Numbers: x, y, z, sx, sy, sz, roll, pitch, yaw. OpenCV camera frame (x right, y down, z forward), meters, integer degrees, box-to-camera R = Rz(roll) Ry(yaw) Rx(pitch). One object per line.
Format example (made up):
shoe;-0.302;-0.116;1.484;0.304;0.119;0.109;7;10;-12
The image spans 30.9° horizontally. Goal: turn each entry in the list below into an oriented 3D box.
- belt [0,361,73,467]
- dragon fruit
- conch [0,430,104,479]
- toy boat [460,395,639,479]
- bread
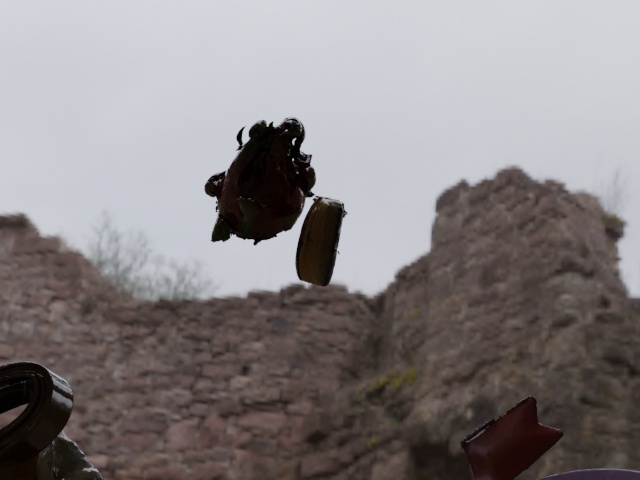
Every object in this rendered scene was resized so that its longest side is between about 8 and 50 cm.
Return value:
belt;-0.203;0.113;0.745;0.083;0.059;0.036;-25;-28;5
dragon fruit;-0.074;-0.085;1.456;0.138;0.142;0.175;16;-56;6
conch;-0.221;0.246;0.833;0.163;0.245;0.178;-22;-36;33
toy boat;0.188;0.196;0.553;0.219;0.318;0.072;-30;-43;22
bread;0.000;0.000;1.379;0.053;0.106;0.072;9;2;2
